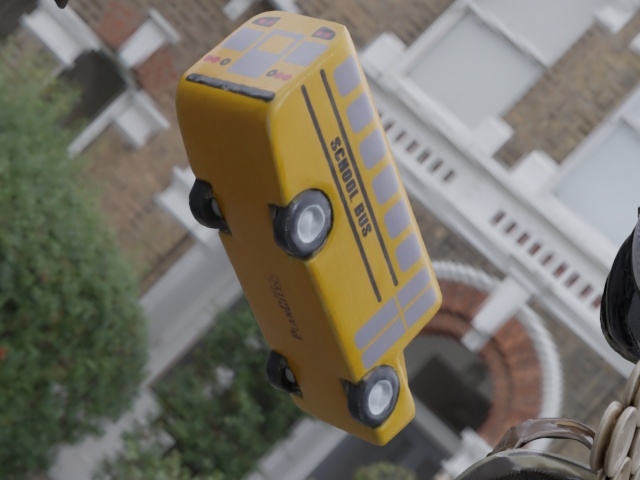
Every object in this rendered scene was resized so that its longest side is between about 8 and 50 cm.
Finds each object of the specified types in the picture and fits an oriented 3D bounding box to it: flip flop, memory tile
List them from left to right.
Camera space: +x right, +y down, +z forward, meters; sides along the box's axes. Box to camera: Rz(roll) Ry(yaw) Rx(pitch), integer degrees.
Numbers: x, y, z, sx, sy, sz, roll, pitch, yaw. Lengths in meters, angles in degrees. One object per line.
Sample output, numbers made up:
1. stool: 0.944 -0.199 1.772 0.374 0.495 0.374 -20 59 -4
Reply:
1. flip flop: 0.149 0.152 0.997 0.277 0.112 0.080 10 48 -56
2. memory tile: 0.165 0.116 0.844 0.012 0.113 0.148 19 -42 23

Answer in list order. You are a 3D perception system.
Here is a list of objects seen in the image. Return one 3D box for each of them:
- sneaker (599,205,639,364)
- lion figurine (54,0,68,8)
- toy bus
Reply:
1. sneaker: 0.248 0.094 1.008 0.153 0.101 0.268 124 -44 -85
2. lion figurine: -0.273 -0.298 1.272 0.392 0.240 0.142 127 -39 -59
3. toy bus: 0.000 0.000 1.225 0.108 0.130 0.332 17 -39 41
